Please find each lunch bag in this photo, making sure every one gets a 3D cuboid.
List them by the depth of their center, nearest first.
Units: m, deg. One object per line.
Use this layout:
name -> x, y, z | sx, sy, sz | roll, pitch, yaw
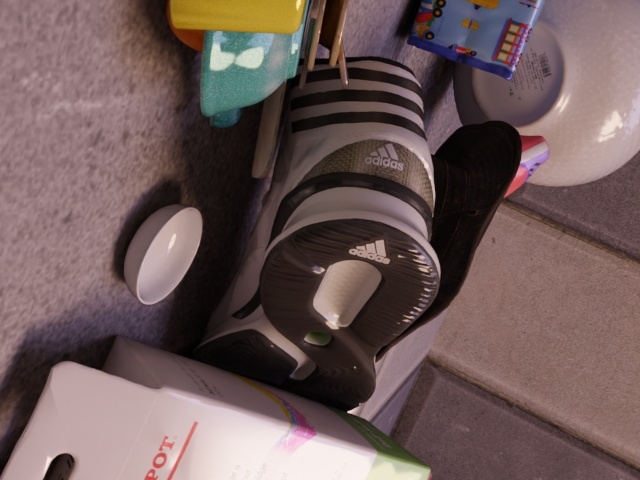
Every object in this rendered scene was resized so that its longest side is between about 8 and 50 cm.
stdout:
lunch bag -> 0.225, -0.344, 1.079 | 0.293, 0.138, 0.221 | -52, 162, -72

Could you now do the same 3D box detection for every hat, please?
hat -> 0.068, -0.028, 0.923 | 0.331, 0.134, 0.331 | -52, -166, 19

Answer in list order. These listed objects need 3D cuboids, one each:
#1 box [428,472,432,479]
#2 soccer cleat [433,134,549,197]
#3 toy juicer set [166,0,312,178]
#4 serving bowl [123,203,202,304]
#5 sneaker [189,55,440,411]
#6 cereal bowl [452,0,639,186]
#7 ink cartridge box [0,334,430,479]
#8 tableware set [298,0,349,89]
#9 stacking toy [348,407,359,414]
box -> 0.054, 0.396, 1.428 | 0.123, 0.256, 0.128 | -57, 163, -17
soccer cleat -> 0.229, -0.098, 1.238 | 0.116, 0.109, 0.318 | -22, -178, -11
toy juicer set -> -0.047, -0.179, 0.531 | 0.329, 0.089, 0.209 | 114, -14, -80
serving bowl -> -0.126, 0.007, 0.638 | 0.083, 0.027, 0.083 | -56, 163, -28
sneaker -> 0.001, 0.000, 0.785 | 0.447, 0.169, 0.258 | 125, -21, -57
cereal bowl -> 0.327, -0.246, 1.217 | 0.141, 0.339, 0.339 | -9, 127, -43
ink cartridge box -> -0.105, 0.214, 0.680 | 0.353, 0.119, 0.207 | 26, 90, -32
tableware set -> 0.023, -0.209, 0.579 | 0.128, 0.039, 0.194 | 113, -13, -77
stacking toy -> -0.002, 0.229, 1.252 | 0.141, 0.141, 0.330 | -60, 170, -13
